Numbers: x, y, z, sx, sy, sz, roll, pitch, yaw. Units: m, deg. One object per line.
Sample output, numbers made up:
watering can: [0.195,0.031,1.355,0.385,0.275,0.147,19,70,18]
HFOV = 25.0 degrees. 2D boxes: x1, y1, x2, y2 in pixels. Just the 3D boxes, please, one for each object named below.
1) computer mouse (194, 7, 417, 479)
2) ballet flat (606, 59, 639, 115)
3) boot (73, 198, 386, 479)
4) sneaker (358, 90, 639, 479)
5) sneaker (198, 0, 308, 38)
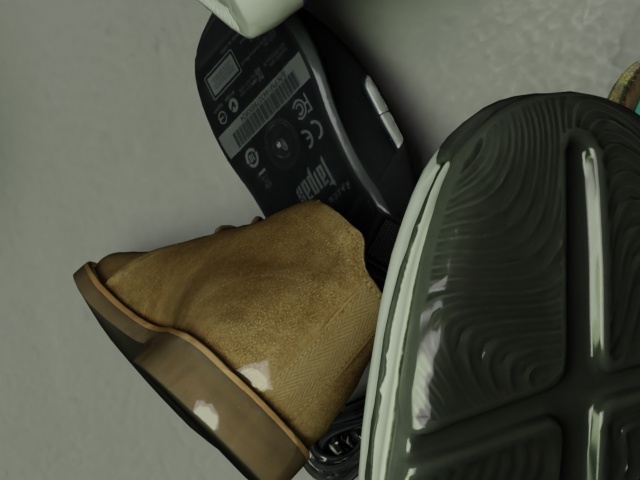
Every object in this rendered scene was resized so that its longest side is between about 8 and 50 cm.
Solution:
computer mouse: [0.000,0.000,0.789,0.262,0.060,0.184,59,135,18]
ballet flat: [0.168,0.092,0.676,0.123,0.123,0.348,-16,83,27]
boot: [-0.044,0.037,0.734,0.115,0.305,0.112,-46,109,-10]
sneaker: [0.045,0.149,0.633,0.257,0.169,0.447,23,120,60]
sneaker: [-0.022,-0.256,0.767,0.236,0.130,0.323,-39,47,-4]
